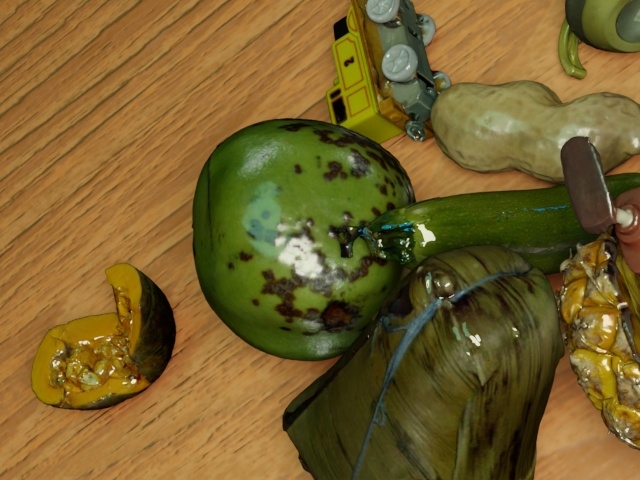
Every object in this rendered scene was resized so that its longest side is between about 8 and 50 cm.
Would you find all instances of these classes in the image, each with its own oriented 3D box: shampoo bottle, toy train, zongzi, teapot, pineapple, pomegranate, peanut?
[{"bbox_3d":[0.304,-0.002,0.833,0.071,0.284,0.153,-23,58,51],"label":"shampoo bottle"},{"bbox_3d":[0.064,-0.190,1.151,0.127,0.089,0.219,-27,60,28],"label":"toy train"},{"bbox_3d":[0.131,0.212,0.851,0.360,0.160,0.323,64,148,24],"label":"zongzi"},{"bbox_3d":[0.291,-0.242,1.041,0.166,0.130,0.119,-55,33,36],"label":"teapot"},{"bbox_3d":[0.255,0.090,0.865,0.076,0.225,0.225,-23,61,27],"label":"pineapple"},{"bbox_3d":[0.000,0.000,1.019,0.270,0.254,0.254,13,76,16],"label":"pomegranate"},{"bbox_3d":[0.214,-0.110,1.038,0.227,0.086,0.104,13,66,30],"label":"peanut"}]

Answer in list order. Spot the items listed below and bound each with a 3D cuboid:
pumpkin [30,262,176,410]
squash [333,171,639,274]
[{"bbox_3d":[-0.227,0.118,1.166,0.183,0.107,0.119,-40,50,17],"label":"pumpkin"},{"bbox_3d":[0.174,-0.008,0.933,0.331,0.087,0.087,-6,60,-19],"label":"squash"}]
